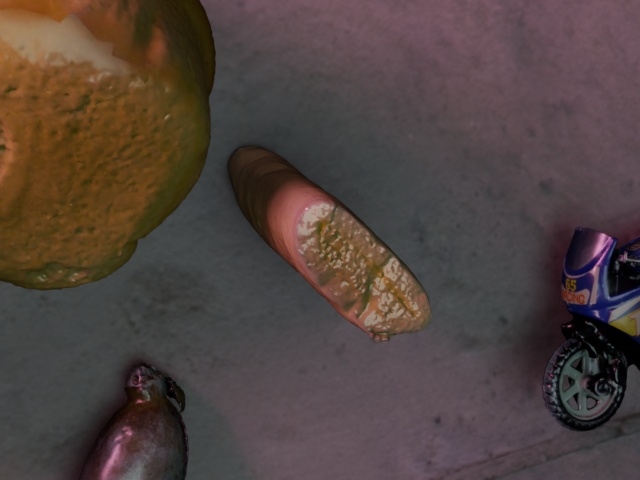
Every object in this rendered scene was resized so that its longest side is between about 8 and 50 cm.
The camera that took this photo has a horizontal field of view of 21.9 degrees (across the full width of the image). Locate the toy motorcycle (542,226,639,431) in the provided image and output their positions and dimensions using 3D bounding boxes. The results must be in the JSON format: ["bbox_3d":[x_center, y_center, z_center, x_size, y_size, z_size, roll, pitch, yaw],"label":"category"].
[{"bbox_3d":[0.308,0.035,1.421,0.315,0.113,0.169,-27,106,-20],"label":"toy motorcycle"}]

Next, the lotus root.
[{"bbox_3d":[-0.148,0.181,1.322,0.088,0.088,0.165,21,91,-25],"label":"lotus root"}]

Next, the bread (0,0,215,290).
[{"bbox_3d":[-0.202,-0.095,1.149,0.270,0.148,0.270,-6,131,-7],"label":"bread"}]

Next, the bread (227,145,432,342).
[{"bbox_3d":[0.000,0.001,1.256,0.060,0.178,0.139,-46,115,-1],"label":"bread"}]
